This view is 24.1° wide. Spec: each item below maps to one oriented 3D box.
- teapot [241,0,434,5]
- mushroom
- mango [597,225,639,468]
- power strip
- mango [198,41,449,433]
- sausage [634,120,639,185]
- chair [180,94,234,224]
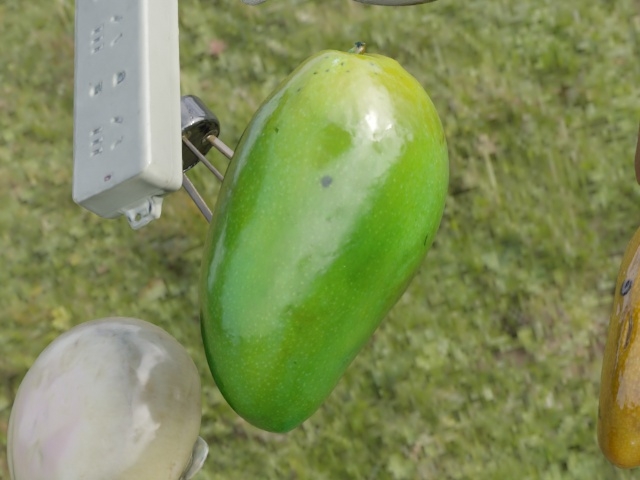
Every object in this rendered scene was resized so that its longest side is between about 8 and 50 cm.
[{"bbox_3d":[0.045,-0.259,1.039,0.298,0.204,0.139,-33,31,21],"label":"teapot"},{"bbox_3d":[-0.221,0.210,1.617,0.246,0.202,0.246,-27,46,32],"label":"mushroom"},{"bbox_3d":[0.379,0.106,1.651,0.120,0.177,0.295,6,70,18],"label":"mango"},{"bbox_3d":[-0.184,-0.170,1.423,0.098,0.058,0.338,-23,57,31],"label":"power strip"},{"bbox_3d":[0.000,0.000,1.452,0.201,0.225,0.382,15,86,31],"label":"mango"},{"bbox_3d":[0.339,-0.106,1.422,0.076,0.141,0.076,2,13,0],"label":"sausage"},{"bbox_3d":[-0.106,-0.053,1.668,0.095,0.104,0.221,-47,72,21],"label":"chair"}]
